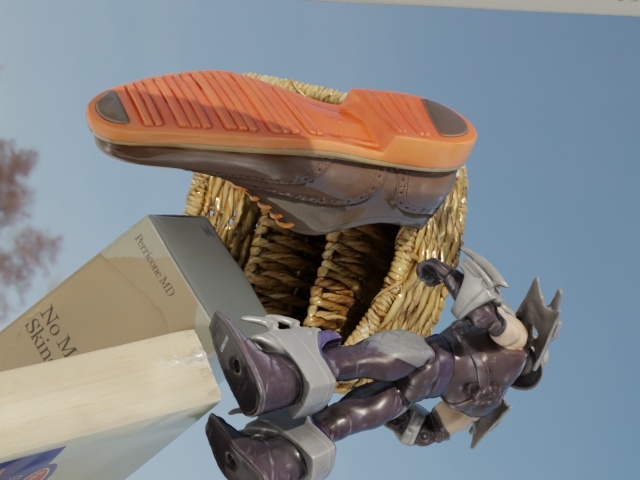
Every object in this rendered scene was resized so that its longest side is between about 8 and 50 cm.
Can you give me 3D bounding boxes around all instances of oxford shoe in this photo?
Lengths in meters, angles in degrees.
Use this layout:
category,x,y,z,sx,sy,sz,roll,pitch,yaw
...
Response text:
category,x,y,z,sx,sy,sz,roll,pitch,yaw
oxford shoe,-0.035,-0.064,1.164,0.130,0.363,0.133,-118,-141,-51

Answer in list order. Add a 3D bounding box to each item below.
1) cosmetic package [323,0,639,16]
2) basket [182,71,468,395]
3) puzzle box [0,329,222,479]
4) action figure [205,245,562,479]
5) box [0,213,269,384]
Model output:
category,x,y,z,sx,sy,sz,roll,pitch,yaw
cosmetic package,0.066,-0.250,0.767,0.365,0.197,0.155,6,-46,18
basket,0.000,0.000,1.337,0.213,0.223,0.299,10,-100,47
puzzle box,-0.267,0.182,0.884,0.409,0.272,0.052,-42,-116,50
action figure,0.060,0.092,0.932,0.099,0.285,0.185,47,-46,41
box,-0.207,0.119,1.204,0.311,0.121,0.148,-38,-104,18
